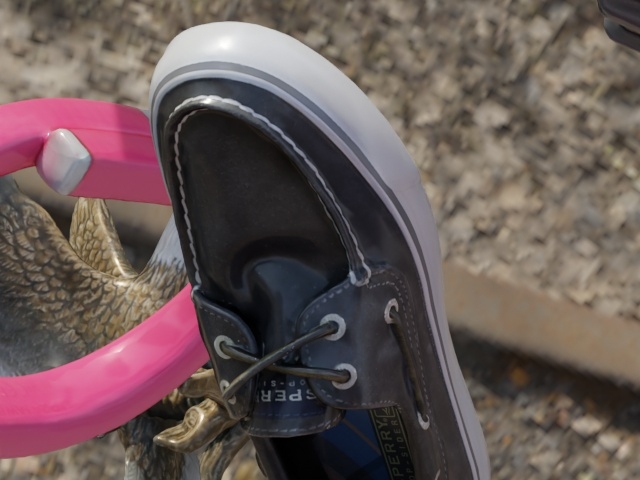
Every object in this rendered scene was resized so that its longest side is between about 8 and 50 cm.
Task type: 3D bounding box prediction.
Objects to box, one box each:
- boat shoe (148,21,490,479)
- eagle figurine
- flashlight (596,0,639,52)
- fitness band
[{"bbox_3d":[-0.002,0.040,0.621,0.080,0.228,0.076,-2,40,20],"label":"boat shoe"},{"bbox_3d":[-0.140,0.046,1.303,0.298,0.226,0.225,26,58,27],"label":"eagle figurine"},{"bbox_3d":[0.232,-0.054,0.525,0.304,0.103,0.103,21,24,12],"label":"flashlight"},{"bbox_3d":[-0.138,0.027,0.989,0.054,0.209,0.291,46,20,28],"label":"fitness band"}]
